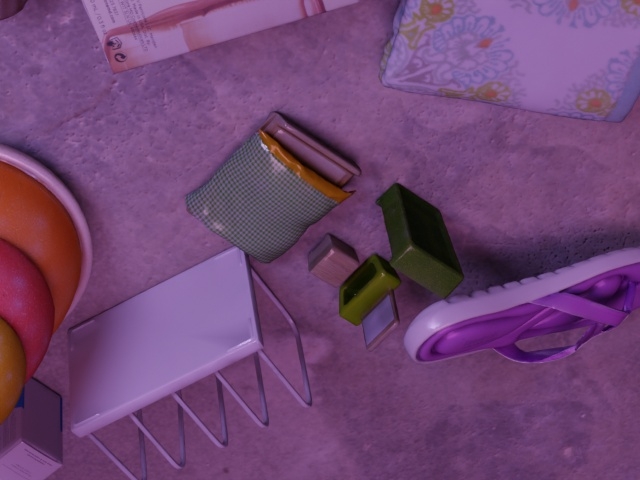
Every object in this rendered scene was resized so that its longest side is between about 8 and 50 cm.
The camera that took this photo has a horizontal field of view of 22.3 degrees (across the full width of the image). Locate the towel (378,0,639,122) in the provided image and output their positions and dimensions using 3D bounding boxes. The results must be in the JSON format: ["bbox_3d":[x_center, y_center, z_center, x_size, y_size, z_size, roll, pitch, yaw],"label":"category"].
[{"bbox_3d":[0.266,-0.311,1.916,0.320,0.090,0.374,10,131,-8],"label":"towel"}]

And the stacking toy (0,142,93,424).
[{"bbox_3d":[-0.444,0.131,1.919,0.350,0.480,0.351,-4,127,-5],"label":"stacking toy"}]

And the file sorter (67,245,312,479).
[{"bbox_3d":[-0.175,0.177,2.174,0.277,0.193,0.173,-26,129,11],"label":"file sorter"}]

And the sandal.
[{"bbox_3d":[0.311,0.115,2.192,0.416,0.102,0.169,-14,153,-16],"label":"sandal"}]

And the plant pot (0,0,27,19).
[{"bbox_3d":[-0.383,-0.339,1.788,0.167,0.167,0.165,1,133,-9],"label":"plant pot"}]

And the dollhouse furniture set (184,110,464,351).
[{"bbox_3d":[0.000,0.000,2.088,0.301,0.151,0.197,32,116,-27],"label":"dollhouse furniture set"}]

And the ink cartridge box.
[{"bbox_3d":[-0.450,0.297,2.253,0.190,0.140,0.082,-40,124,21],"label":"ink cartridge box"}]

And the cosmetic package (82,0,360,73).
[{"bbox_3d":[-0.118,-0.315,1.842,0.296,0.153,0.129,-15,128,5],"label":"cosmetic package"}]
